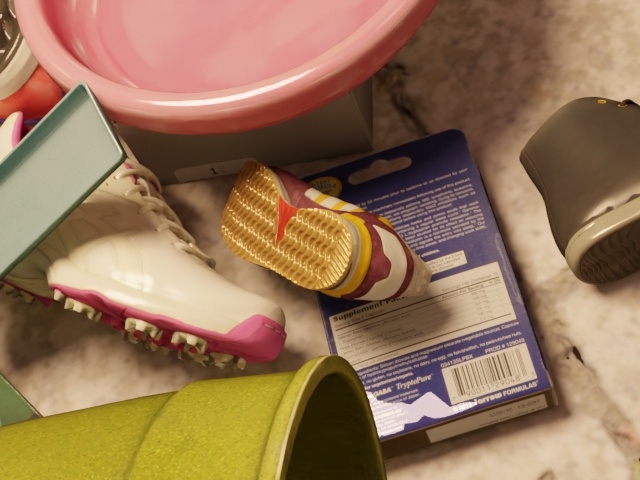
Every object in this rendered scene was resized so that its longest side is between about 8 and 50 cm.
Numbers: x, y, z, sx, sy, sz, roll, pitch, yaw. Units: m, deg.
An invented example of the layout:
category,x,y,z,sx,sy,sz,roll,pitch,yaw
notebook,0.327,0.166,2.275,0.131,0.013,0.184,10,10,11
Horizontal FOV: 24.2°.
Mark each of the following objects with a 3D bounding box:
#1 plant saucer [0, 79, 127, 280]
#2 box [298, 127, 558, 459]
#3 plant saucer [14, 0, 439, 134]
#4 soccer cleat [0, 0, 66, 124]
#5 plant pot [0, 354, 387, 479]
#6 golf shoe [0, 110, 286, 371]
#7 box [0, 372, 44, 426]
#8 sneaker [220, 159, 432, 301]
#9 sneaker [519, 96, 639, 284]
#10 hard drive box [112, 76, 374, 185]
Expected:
category,x,y,z,sx,sy,sz,roll,pitch,yaw
plant saucer,-0.203,-0.023,1.011,0.192,0.018,0.067,-40,65,23
box,0.066,0.033,1.027,0.136,0.036,0.225,-18,55,6
plant saucer,-0.054,-0.203,1.078,0.332,0.084,0.332,-8,56,13
soccer cleat,-0.303,-0.144,1.230,0.318,0.116,0.108,11,73,44
plant pot,-0.158,0.244,0.748,0.353,0.366,0.366,-2,58,12
golf shoe,-0.146,-0.005,1.062,0.306,0.115,0.140,19,78,26
box,-0.246,0.222,0.995,0.232,0.058,0.322,-45,58,-12
sneaker,0.000,0.000,1.015,0.185,0.084,0.069,37,106,56
sneaker,0.247,-0.070,1.005,0.222,0.083,0.118,-25,54,3
hard drive box,-0.056,-0.173,1.165,0.181,0.089,0.232,-8,56,14
